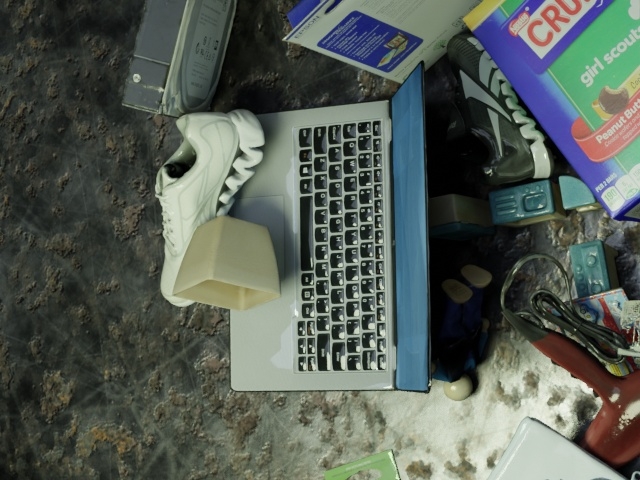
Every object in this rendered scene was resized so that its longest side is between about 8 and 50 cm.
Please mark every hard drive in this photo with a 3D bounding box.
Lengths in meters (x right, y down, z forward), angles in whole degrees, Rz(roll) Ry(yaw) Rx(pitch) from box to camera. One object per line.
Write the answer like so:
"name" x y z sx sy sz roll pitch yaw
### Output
"hard drive" -0.165 -0.329 2.062 0.064 0.237 0.339 14 93 10

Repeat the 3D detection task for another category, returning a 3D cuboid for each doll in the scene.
"doll" 0.168 0.123 1.903 0.046 0.129 0.189 31 139 32

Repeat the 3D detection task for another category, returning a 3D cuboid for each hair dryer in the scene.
"hair dryer" 0.328 0.153 1.814 0.224 0.080 0.293 5 109 20

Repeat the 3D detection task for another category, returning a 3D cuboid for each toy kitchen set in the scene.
"toy kitchen set" 0.243 0.016 1.875 0.207 0.122 0.166 -13 80 28

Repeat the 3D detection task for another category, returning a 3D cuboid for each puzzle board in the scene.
"puzzle board" 0.336 0.118 1.835 0.096 0.011 0.128 -17 117 27

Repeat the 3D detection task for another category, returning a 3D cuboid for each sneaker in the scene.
"sneaker" 0.192 -0.159 1.908 0.106 0.078 0.234 -21 60 -10
"sneaker" -0.176 -0.047 2.091 0.110 0.118 0.292 43 121 47

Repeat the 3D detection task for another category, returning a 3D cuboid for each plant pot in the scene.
"plant pot" -0.120 0.027 2.028 0.109 0.109 0.096 -24 58 55

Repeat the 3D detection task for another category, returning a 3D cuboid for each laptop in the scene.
"laptop" 0.000 0.000 1.947 0.408 0.236 0.382 -3 84 29

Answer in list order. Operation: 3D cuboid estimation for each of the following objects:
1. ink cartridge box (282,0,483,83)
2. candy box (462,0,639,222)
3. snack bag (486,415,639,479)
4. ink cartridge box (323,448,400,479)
"ink cartridge box" 0.078 -0.284 1.868 0.165 0.333 0.065 -40 69 19
"candy box" 0.370 -0.225 1.821 0.268 0.122 0.317 -42 67 21
"snack bag" 0.299 0.412 1.819 0.342 0.037 0.323 35 107 14
"ink cartridge box" 0.064 0.383 1.982 0.109 0.062 0.209 -23 75 26
